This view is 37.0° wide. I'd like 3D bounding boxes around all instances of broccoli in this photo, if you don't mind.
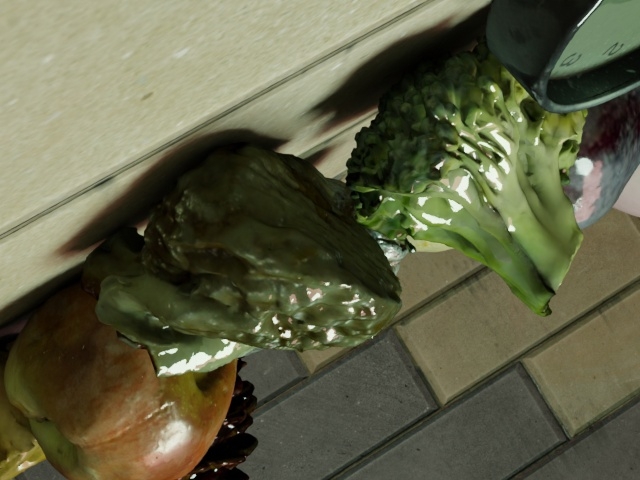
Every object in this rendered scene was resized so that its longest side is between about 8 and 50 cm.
[{"bbox_3d":[0.156,-0.060,0.856,0.288,0.245,0.248,-40,169,-42],"label":"broccoli"}]

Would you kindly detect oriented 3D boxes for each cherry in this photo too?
[{"bbox_3d":[0.286,-0.127,1.168,0.296,0.218,0.255,-35,155,-29],"label":"cherry"}]

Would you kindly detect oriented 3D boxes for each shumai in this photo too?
[{"bbox_3d":[-0.069,0.036,0.773,0.218,0.189,0.256,-34,171,11],"label":"shumai"}]

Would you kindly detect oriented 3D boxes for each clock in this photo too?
[{"bbox_3d":[0.262,-0.206,0.654,0.319,0.066,0.319,-30,165,-9],"label":"clock"}]

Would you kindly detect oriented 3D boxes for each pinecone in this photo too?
[{"bbox_3d":[-0.223,0.213,1.290,0.242,0.299,0.295,-77,180,-55],"label":"pinecone"}]

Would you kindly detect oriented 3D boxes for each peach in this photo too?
[{"bbox_3d":[-0.180,0.116,0.930,0.235,0.214,0.214,-49,-172,-37],"label":"peach"}]

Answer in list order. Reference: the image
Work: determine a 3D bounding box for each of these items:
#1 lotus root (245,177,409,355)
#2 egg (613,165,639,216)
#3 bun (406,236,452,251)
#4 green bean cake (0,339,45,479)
[{"bbox_3d":[-0.073,0.038,1.077,0.350,0.175,0.175,-28,178,19],"label":"lotus root"},{"bbox_3d":[0.497,-0.184,1.409,0.340,0.354,0.354,-13,176,0],"label":"egg"},{"bbox_3d":[0.167,-0.088,1.332,0.222,0.222,0.127,-31,143,-3],"label":"bun"},{"bbox_3d":[-0.364,0.202,1.056,0.230,0.131,0.224,-31,178,12],"label":"green bean cake"}]
